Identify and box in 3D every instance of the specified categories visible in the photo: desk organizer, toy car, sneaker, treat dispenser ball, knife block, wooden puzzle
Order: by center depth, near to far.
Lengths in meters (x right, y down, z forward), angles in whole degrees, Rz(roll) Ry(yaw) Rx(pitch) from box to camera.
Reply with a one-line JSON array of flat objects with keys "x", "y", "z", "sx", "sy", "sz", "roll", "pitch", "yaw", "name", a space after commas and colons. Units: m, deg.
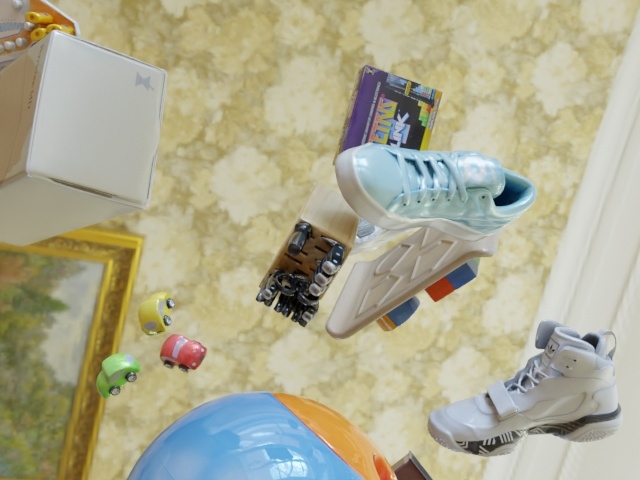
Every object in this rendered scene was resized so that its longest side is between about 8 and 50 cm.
[{"x": -0.056, "y": 0.291, "z": 0.840, "sx": 0.288, "sy": 0.288, "sz": 0.288, "roll": -34, "pitch": -129, "yaw": 56, "name": "treat dispenser ball"}, {"x": 0.132, "y": 0.331, "z": 1.073, "sx": 0.050, "sy": 0.130, "sz": 0.047, "roll": -39, "pitch": 175, "yaw": 2, "name": "desk organizer"}, {"x": 0.000, "y": 0.000, "z": 1.237, "sx": 0.275, "sy": 0.088, "sz": 0.242, "roll": -61, "pitch": -176, "yaw": -27, "name": "knife block"}, {"x": 0.183, "y": -0.093, "z": 1.277, "sx": 0.150, "sy": 0.366, "sz": 0.135, "roll": -33, "pitch": -117, "yaw": 39, "name": "sneaker"}, {"x": 0.373, "y": 0.263, "z": 1.578, "sx": 0.137, "sy": 0.366, "sz": 0.210, "roll": -107, "pitch": -167, "yaw": -69, "name": "sneaker"}, {"x": 0.195, "y": 0.052, "z": 1.646, "sx": 0.348, "sy": 0.080, "sz": 0.322, "roll": -31, "pitch": -167, "yaw": 24, "name": "wooden puzzle"}, {"x": -0.352, "y": 0.217, "z": 1.678, "sx": 0.225, "sy": 0.053, "sz": 0.239, "roll": -40, "pitch": -138, "yaw": -3, "name": "toy car"}, {"x": 0.138, "y": -0.030, "z": 1.958, "sx": 0.090, "sy": 0.232, "sz": 0.115, "roll": 63, "pitch": -24, "yaw": 20, "name": "sneaker"}]

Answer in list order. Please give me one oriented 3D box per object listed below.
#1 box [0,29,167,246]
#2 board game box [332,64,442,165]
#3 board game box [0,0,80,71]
[{"x": -0.292, "y": -0.090, "z": 0.893, "sx": 0.311, "sy": 0.121, "sz": 0.148, "roll": -13, "pitch": -113, "yaw": 49, "name": "box"}, {"x": 0.111, "y": -0.185, "z": 1.427, "sx": 0.048, "sy": 0.141, "sz": 0.170, "roll": 179, "pitch": -74, "yaw": -74, "name": "board game box"}, {"x": -0.642, "y": -0.293, "z": 1.436, "sx": 0.390, "sy": 0.390, "sz": 0.050, "roll": -56, "pitch": 172, "yaw": 15, "name": "board game box"}]
